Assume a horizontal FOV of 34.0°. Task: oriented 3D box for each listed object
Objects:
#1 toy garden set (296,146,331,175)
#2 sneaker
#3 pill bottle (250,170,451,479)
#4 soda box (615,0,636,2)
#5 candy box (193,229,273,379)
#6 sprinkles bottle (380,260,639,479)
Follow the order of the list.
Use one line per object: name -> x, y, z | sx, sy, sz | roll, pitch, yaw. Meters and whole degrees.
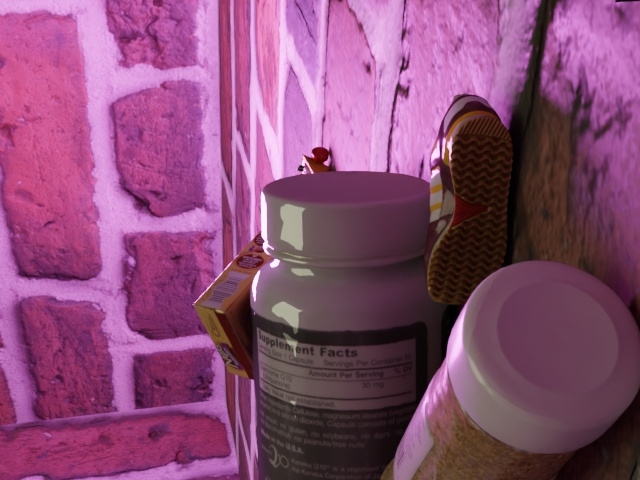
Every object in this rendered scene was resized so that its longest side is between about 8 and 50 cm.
toy garden set -> 0.000, 0.000, 1.578 | 0.244, 0.049, 0.203 | -107, 16, -47
sneaker -> 0.126, -0.035, 0.906 | 0.084, 0.070, 0.185 | -97, 13, -61
pill bottle -> 0.032, 0.121, 1.067 | 0.204, 0.204, 0.361 | -131, 39, -72
soda box -> 0.193, -0.173, 0.488 | 0.169, 0.060, 0.053 | 122, 142, -72
candy box -> -0.048, 0.051, 1.159 | 0.053, 0.186, 0.109 | 10, 137, 37
sprinkles bottle -> 0.129, 0.151, 0.807 | 0.355, 0.121, 0.121 | 102, 159, -58
